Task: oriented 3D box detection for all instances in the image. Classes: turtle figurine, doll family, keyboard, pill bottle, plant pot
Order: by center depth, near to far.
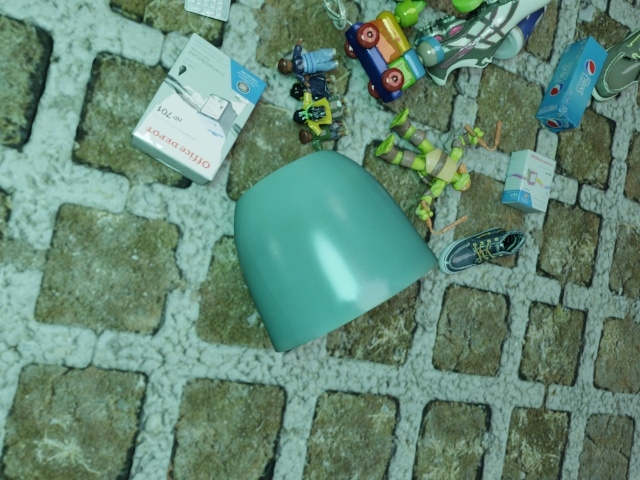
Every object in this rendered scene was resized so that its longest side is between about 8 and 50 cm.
[{"bbox_3d":[0.000,0.000,0.767,0.293,0.293,0.235,-28,88,-20],"label":"plant pot"},{"bbox_3d":[-0.176,-0.506,0.819,0.072,0.014,0.255,9,87,-23],"label":"keyboard"},{"bbox_3d":[-0.014,-0.260,0.865,0.111,0.076,0.192,-16,92,-18],"label":"doll family"},{"bbox_3d":[0.230,-0.166,0.961,0.217,0.087,0.269,33,87,-13],"label":"turtle figurine"},{"bbox_3d":[0.422,-0.482,1.032,0.094,0.094,0.169,40,76,-19],"label":"pill bottle"}]

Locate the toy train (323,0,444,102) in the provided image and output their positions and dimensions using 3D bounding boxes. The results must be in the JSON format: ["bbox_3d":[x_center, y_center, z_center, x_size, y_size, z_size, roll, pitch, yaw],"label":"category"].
[{"bbox_3d":[0.113,-0.395,0.881,0.143,0.105,0.248,-35,104,-5],"label":"toy train"}]

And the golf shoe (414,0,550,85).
[{"bbox_3d":[0.328,-0.414,0.952,0.273,0.105,0.120,-20,113,16],"label":"golf shoe"}]

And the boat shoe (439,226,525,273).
[{"bbox_3d":[0.340,0.018,1.012,0.183,0.083,0.065,-26,101,-21],"label":"boat shoe"}]

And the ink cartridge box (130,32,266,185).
[{"bbox_3d":[-0.196,-0.206,0.780,0.140,0.082,0.190,30,78,-21],"label":"ink cartridge box"}]

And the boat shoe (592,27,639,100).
[{"bbox_3d":[0.782,-0.453,1.189,0.305,0.091,0.109,-40,105,-18],"label":"boat shoe"}]

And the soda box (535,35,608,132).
[{"bbox_3d":[0.584,-0.361,1.119,0.071,0.067,0.210,31,79,-21],"label":"soda box"}]

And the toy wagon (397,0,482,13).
[{"bbox_3d":[0.194,-0.497,0.796,0.267,0.344,0.068,35,74,-51],"label":"toy wagon"}]

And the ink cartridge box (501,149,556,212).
[{"bbox_3d":[0.468,-0.132,1.082,0.089,0.052,0.122,16,84,-23],"label":"ink cartridge box"}]
